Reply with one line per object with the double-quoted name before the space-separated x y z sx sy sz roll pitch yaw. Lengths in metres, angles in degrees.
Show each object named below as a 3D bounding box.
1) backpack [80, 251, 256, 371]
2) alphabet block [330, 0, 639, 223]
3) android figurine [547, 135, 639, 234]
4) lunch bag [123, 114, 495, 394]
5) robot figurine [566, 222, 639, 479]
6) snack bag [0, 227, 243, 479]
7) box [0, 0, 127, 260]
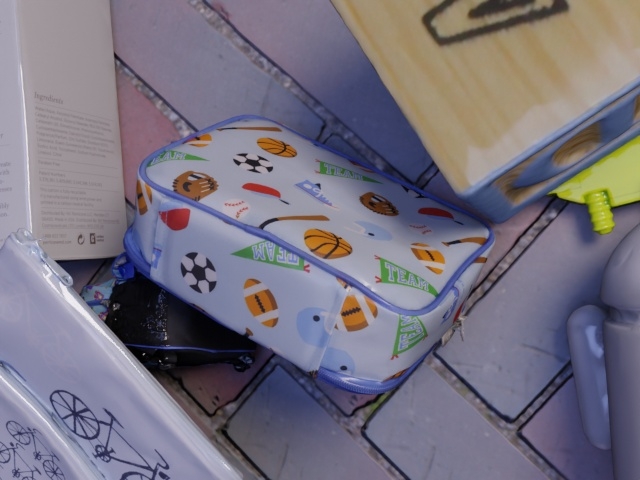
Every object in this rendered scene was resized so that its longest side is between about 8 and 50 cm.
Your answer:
"backpack" -0.169 0.074 0.818 0.173 0.158 0.116 -4 80 31
"alphabet block" 0.153 -0.152 0.627 0.193 0.192 0.197 -34 74 13
"android figurine" 0.253 -0.144 0.720 0.248 0.056 0.272 -13 84 18
"lunch bag" 0.000 0.000 0.717 0.303 0.243 0.115 29 121 17
"robot figurine" 0.323 0.114 0.611 0.300 0.200 0.353 -3 92 48
"snack bag" -0.266 0.192 0.804 0.323 0.037 0.342 50 127 -4
"box" -0.355 -0.142 0.870 0.215 0.168 0.345 -5 89 19
